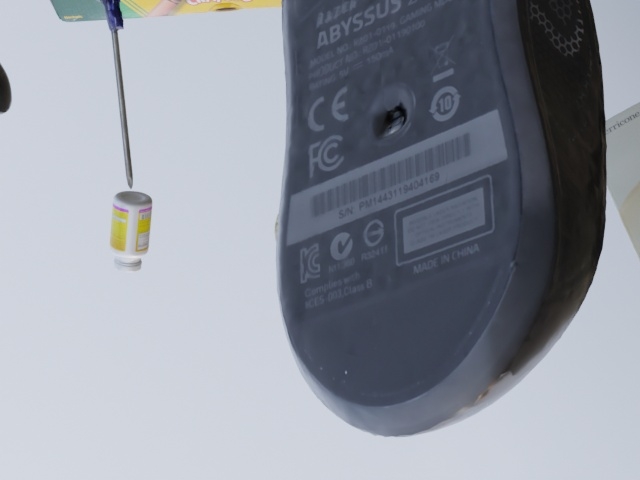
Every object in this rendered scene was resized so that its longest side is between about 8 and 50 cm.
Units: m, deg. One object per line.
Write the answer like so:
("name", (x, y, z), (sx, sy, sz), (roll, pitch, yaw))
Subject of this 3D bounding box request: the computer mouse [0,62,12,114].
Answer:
("computer mouse", (-0.340, -0.199, 1.538), (0.242, 0.041, 0.071), (52, -165, 28))

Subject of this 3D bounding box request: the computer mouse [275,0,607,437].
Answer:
("computer mouse", (0.053, -0.058, 0.604), (0.072, 0.188, 0.272), (24, -119, -43))

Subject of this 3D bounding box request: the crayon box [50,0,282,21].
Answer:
("crayon box", (-0.086, -0.253, 1.272), (0.165, 0.278, 0.081), (69, -157, -55))

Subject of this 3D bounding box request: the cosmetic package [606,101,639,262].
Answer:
("cosmetic package", (0.337, 0.008, 1.339), (0.113, 0.160, 0.309), (49, -163, -42))

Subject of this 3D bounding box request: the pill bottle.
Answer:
("pill bottle", (-0.208, -0.009, 1.863), (0.043, 0.043, 0.083), (-76, -6, -69))

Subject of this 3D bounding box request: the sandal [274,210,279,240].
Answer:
("sandal", (0.004, -0.005, 1.360), (0.079, 0.088, 0.240), (39, 174, -23))

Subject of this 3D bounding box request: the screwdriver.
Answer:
("screwdriver", (-0.123, -0.116, 1.055), (0.025, 0.024, 0.170), (-10, -91, -40))
